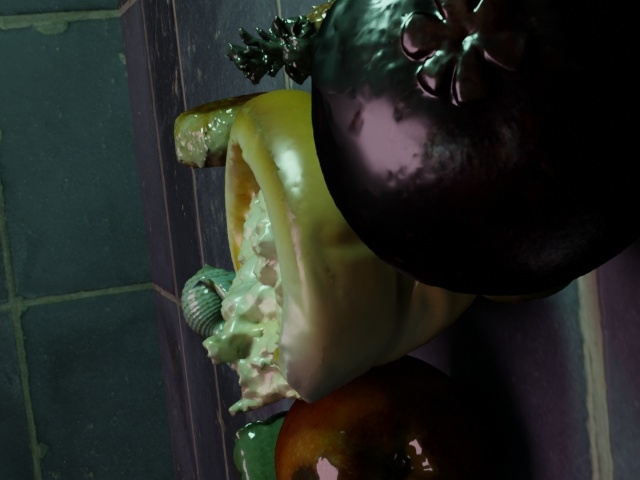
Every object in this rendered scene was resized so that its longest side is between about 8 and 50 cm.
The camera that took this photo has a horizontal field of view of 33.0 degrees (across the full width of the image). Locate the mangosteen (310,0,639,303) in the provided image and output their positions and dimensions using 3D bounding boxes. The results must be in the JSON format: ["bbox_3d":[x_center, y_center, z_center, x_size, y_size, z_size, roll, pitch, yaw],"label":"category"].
[{"bbox_3d":[0.137,-0.089,0.762,0.233,0.288,0.287,-35,60,39],"label":"mangosteen"}]

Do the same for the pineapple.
[{"bbox_3d":[-0.008,-0.214,1.193,0.108,0.198,0.108,169,90,-75],"label":"pineapple"}]

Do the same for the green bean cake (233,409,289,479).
[{"bbox_3d":[0.017,0.305,1.315,0.125,0.223,0.227,103,153,-71],"label":"green bean cake"}]

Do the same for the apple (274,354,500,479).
[{"bbox_3d":[0.069,0.221,1.089,0.230,0.230,0.229,172,90,-73],"label":"apple"}]

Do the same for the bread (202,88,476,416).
[{"bbox_3d":[0.015,0.021,1.092,0.424,0.245,0.328,179,99,-79],"label":"bread"}]

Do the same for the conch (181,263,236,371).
[{"bbox_3d":[-0.150,0.126,1.901,0.172,0.131,0.200,-35,90,42],"label":"conch"}]

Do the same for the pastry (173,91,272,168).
[{"bbox_3d":[-0.120,-0.163,1.571,0.182,0.193,0.093,-140,38,-74],"label":"pastry"}]
